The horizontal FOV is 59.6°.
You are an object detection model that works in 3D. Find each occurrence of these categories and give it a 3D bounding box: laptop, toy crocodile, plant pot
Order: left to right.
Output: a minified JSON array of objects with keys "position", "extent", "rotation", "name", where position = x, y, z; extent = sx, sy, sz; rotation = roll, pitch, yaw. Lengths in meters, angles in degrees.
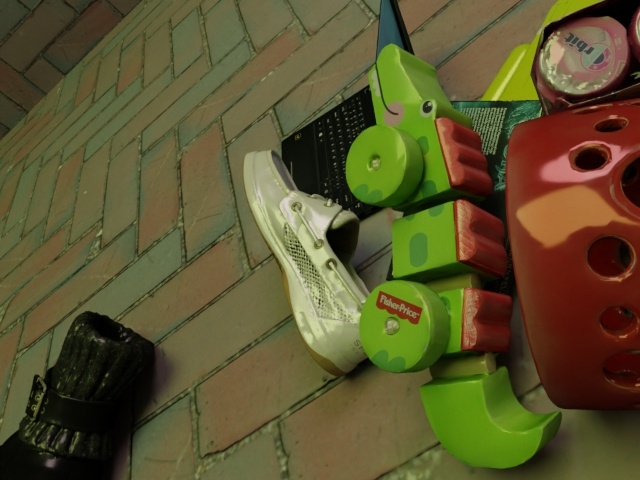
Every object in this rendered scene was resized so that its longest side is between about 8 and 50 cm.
[{"position":[0.018,-0.152,0.691],"extent":[0.264,0.136,0.234],"rotation":[-28,42,24],"name":"laptop"},{"position":[0.099,-0.002,0.443],"extent":[0.105,0.115,0.341],"rotation":[-21,66,41],"name":"toy crocodile"},{"position":[0.220,0.005,0.337],"extent":[0.174,0.191,0.191],"rotation":[-8,53,28],"name":"plant pot"}]

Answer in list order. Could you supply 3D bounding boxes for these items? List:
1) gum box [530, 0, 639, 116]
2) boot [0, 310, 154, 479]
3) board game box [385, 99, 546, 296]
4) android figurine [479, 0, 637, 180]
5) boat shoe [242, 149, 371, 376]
[{"position":[0.242,-0.138,0.389],"extent":[0.188,0.107,0.062],"rotation":[-19,83,16],"name":"gum box"},{"position":[-0.280,0.240,0.652],"extent":[0.348,0.131,0.260],"rotation":[24,77,51],"name":"boot"},{"position":[0.135,-0.036,0.519],"extent":[0.126,0.026,0.186],"rotation":[16,92,49],"name":"board game box"},{"position":[0.265,-0.150,0.517],"extent":[0.248,0.056,0.273],"rotation":[21,77,51],"name":"android figurine"},{"position":[0.000,0.000,0.593],"extent":[0.096,0.098,0.277],"rotation":[-32,62,13],"name":"boat shoe"}]
